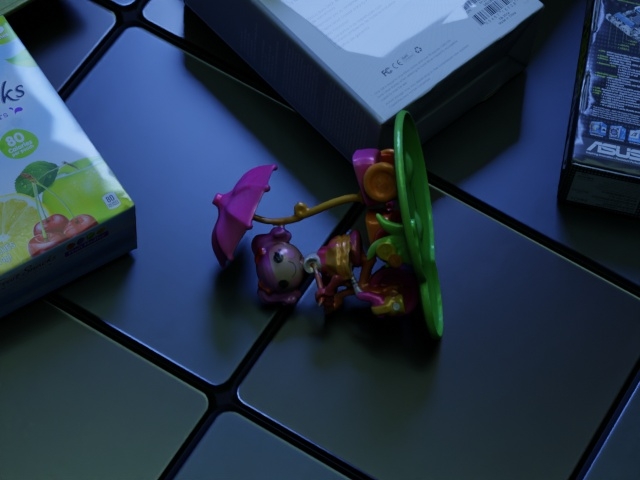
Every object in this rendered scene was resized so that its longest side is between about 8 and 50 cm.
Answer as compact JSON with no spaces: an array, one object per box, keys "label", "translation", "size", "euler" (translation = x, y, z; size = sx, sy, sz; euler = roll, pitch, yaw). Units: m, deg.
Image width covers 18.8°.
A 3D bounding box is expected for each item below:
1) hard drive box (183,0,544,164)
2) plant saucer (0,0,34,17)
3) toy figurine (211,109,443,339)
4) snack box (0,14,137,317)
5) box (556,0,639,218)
[{"label":"hard drive box","translation":[0.032,-0.190,1.549],"size":[0.181,0.089,0.232],"euler":[-36,69,-22]},{"label":"plant saucer","translation":[-0.312,-0.230,1.568],"size":[0.188,0.045,0.188],"euler":[-33,68,-22]},{"label":"toy figurine","translation":[0.000,0.000,1.435],"size":[0.159,0.130,0.173],"euler":[-8,104,11]},{"label":"snack box","translation":[-0.263,-0.047,1.451],"size":[0.174,0.070,0.207],"euler":[-29,64,-19]},{"label":"box","translation":[0.338,-0.106,1.544],"size":[0.270,0.060,0.216],"euler":[11,59,1]}]
